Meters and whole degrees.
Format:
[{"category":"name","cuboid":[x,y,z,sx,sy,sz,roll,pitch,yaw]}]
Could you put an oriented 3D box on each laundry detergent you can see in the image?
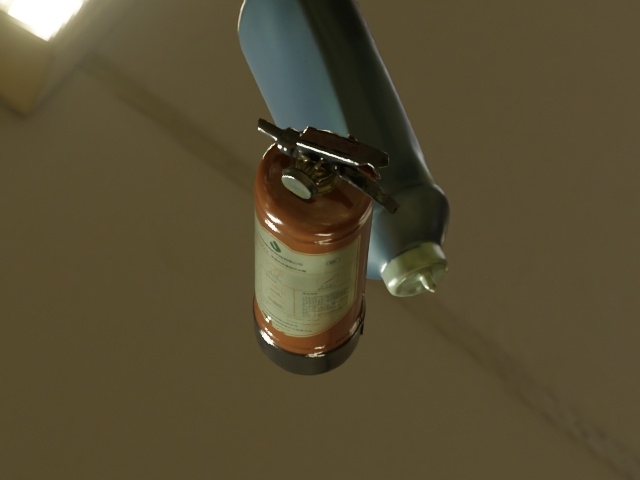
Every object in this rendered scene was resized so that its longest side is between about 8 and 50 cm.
[{"category":"laundry detergent","cuboid":[0.019,-0.054,1.026,0.061,0.097,0.206,-11,-119,-25]}]

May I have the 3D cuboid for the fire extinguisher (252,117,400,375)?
[{"category":"fire extinguisher","cuboid":[0.000,0.000,0.758,0.062,0.177,0.050,32,-113,13]}]
